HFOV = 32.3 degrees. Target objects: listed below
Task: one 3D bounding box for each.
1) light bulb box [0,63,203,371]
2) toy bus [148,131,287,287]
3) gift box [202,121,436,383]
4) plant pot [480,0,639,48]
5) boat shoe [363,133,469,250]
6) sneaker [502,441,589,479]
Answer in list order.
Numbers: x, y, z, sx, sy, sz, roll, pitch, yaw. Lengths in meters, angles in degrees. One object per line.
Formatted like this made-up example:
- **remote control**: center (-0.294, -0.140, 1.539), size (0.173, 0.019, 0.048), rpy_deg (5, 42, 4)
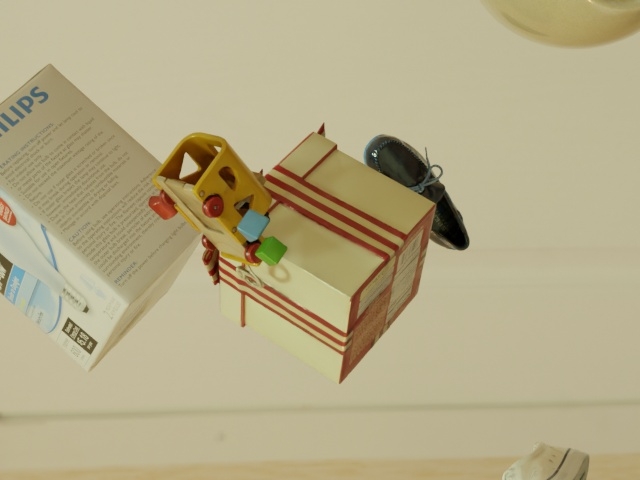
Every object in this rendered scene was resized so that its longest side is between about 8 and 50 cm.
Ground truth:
- **light bulb box**: center (-0.410, -0.025, 1.813), size (0.225, 0.361, 0.358), rpy_deg (-48, -1, -32)
- **toy bus**: center (-0.116, -0.048, 1.418), size (0.104, 0.191, 0.202), rpy_deg (-56, 0, -18)
- **gift box**: center (0.000, 0.000, 1.602), size (0.255, 0.258, 0.276), rpy_deg (-44, -26, -37)
- **plant pot**: center (0.324, -0.347, 1.284), size (0.191, 0.284, 0.284), rpy_deg (-105, 15, -67)
- **boat shoe**: center (0.175, -0.081, 1.826), size (0.109, 0.258, 0.089), rpy_deg (-50, 33, 0)
- **sneaker**: center (0.286, 0.348, 1.488), size (0.258, 0.091, 0.094), rpy_deg (-22, -61, -60)
